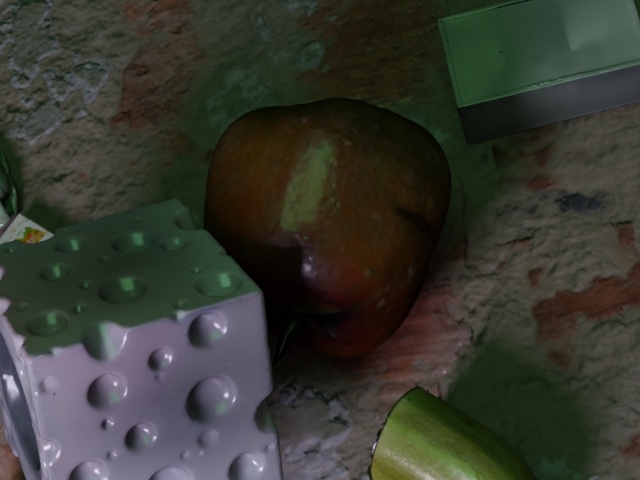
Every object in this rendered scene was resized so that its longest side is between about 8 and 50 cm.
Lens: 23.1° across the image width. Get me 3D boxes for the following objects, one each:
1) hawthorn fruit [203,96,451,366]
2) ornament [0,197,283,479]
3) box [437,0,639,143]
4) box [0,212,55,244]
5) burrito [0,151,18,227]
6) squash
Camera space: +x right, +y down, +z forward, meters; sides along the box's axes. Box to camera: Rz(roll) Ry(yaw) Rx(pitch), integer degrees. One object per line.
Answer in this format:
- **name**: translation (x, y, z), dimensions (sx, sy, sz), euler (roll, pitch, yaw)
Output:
- **hawthorn fruit**: translation (0.000, 0.000, 1.685), dimensions (0.268, 0.268, 0.300), euler (11, 76, 19)
- **ornament**: translation (-0.200, 0.132, 1.594), dimensions (0.240, 0.239, 0.240), euler (-15, 30, -20)
- **box**: translation (0.262, -0.211, 1.819), dimensions (0.225, 0.086, 0.129), euler (-14, 60, 7)
- **box**: translation (-0.310, 0.066, 1.853), dimensions (0.220, 0.032, 0.122), euler (29, 74, 24)
- **burrito**: translation (-0.410, -0.059, 1.935), dimensions (0.074, 0.044, 0.118), euler (-30, 57, -7)
- **squash**: translation (0.146, 0.244, 1.600), dimensions (0.187, 0.123, 0.123), euler (31, 75, 26)
